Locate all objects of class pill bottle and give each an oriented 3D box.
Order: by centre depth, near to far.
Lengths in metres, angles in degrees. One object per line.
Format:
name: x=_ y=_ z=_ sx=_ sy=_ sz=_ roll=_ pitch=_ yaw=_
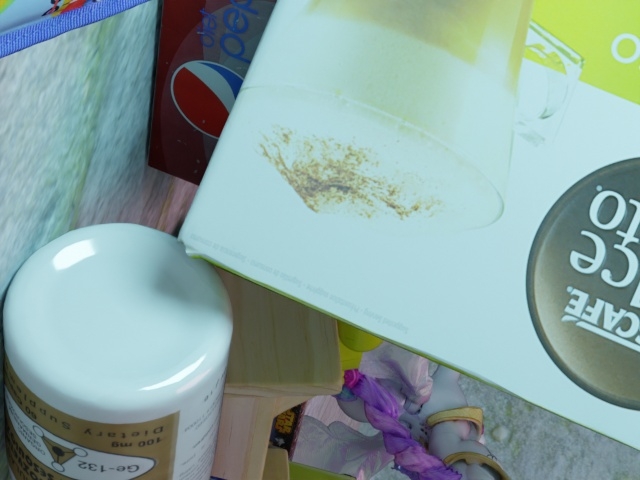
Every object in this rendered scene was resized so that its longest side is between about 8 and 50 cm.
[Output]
pill bottle: x=-0.126 y=0.108 z=1.085 sx=0.229 sy=0.131 sz=0.131 roll=101 pitch=13 yaw=-50

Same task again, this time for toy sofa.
toy sofa: x=-0.093 y=0.150 z=1.466 sx=0.362 sy=0.177 sz=0.150 roll=100 pitch=-11 yaw=-52

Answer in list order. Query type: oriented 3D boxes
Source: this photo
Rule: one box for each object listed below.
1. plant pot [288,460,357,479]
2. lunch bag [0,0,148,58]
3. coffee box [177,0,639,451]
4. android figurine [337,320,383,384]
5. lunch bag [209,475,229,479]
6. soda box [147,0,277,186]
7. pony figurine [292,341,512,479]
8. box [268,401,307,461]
plant pot: x=-0.067 y=0.325 z=1.728 sx=0.228 sy=0.227 sz=0.207 roll=88 pitch=17 yaw=-68
lunch bag: x=-0.098 y=-0.184 z=0.641 sx=0.293 sy=0.138 sz=0.221 roll=-44 pitch=158 yaw=-51
coffee box: x=0.158 y=-0.071 z=1.105 sx=0.338 sy=0.338 sz=0.334 roll=15 pitch=99 yaw=-81
android figurine: x=0.000 y=0.000 z=1.527 sx=0.248 sy=0.056 sz=0.273 roll=-118 pitch=-157 yaw=-55
lunch bag: x=-0.130 y=0.207 z=1.312 sx=0.151 sy=0.129 sz=0.096 roll=92 pitch=16 yaw=-61
soda box: x=-0.046 y=-0.145 z=1.125 sx=0.263 sy=0.092 sz=0.083 roll=103 pitch=14 yaw=-48
pony figurine: x=0.066 y=0.166 z=1.948 sx=0.363 sy=0.351 sz=0.303 roll=-99 pitch=-148 yaw=-65
box: x=-0.065 y=0.175 z=1.779 sx=0.027 sy=0.094 sz=0.137 roll=-59 pitch=167 yaw=-49
